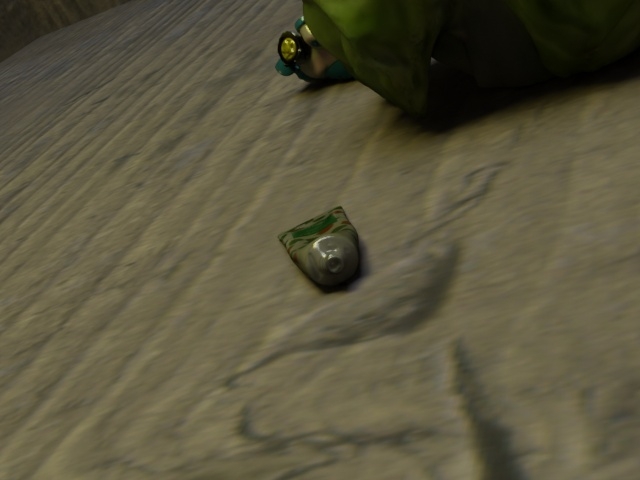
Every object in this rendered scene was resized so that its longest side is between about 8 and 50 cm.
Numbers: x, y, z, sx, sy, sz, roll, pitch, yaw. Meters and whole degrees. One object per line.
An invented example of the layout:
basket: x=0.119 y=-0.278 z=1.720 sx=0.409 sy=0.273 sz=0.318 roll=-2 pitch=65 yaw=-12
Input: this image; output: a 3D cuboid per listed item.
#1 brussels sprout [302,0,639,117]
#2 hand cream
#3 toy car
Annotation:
brussels sprout: x=0.162 y=-0.328 z=0.967 sx=0.425 sy=0.361 sz=0.342 roll=-18 pitch=25 yaw=14
hand cream: x=0.000 y=0.000 z=0.824 sx=0.057 sy=0.037 sz=0.165 roll=-25 pitch=14 yaw=-1
toy car: x=0.028 y=-0.214 z=1.262 sx=0.126 sy=0.098 sz=0.161 roll=-7 pitch=-27 yaw=-44
